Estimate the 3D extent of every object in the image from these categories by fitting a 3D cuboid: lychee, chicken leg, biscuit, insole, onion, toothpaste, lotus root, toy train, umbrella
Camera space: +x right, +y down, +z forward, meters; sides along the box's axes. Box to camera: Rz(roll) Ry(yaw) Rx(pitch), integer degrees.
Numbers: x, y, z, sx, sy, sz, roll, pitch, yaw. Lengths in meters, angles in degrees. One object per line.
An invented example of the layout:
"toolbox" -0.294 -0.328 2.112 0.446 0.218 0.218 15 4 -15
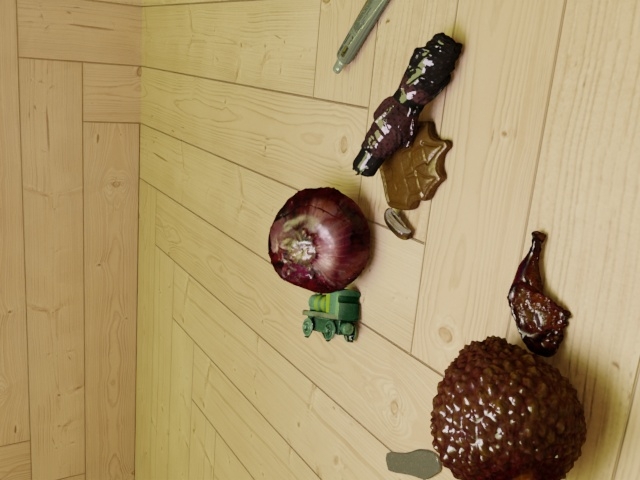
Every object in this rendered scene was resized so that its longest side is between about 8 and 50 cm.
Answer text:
"lychee" 0.293 0.273 1.069 0.271 0.271 0.272 11 103 58
"chicken leg" 0.359 0.092 1.103 0.093 0.053 0.205 -22 81 34
"biscuit" 0.190 -0.161 1.359 0.215 0.034 0.182 -28 70 56
"insole" 0.201 0.488 1.444 0.192 0.010 0.063 -27 70 57
"onion" 0.000 0.000 1.543 0.251 0.219 0.252 3 101 14
"toothpaste" 0.092 -0.476 1.479 0.255 0.037 0.067 -55 43 42
"lotus root" 0.160 -0.031 1.409 0.083 0.030 0.037 53 167 28
"toy train" 0.024 0.184 1.640 0.200 0.083 0.132 -3 80 59
"umbrella" 0.163 -0.256 1.301 0.326 0.090 0.094 -58 43 28
